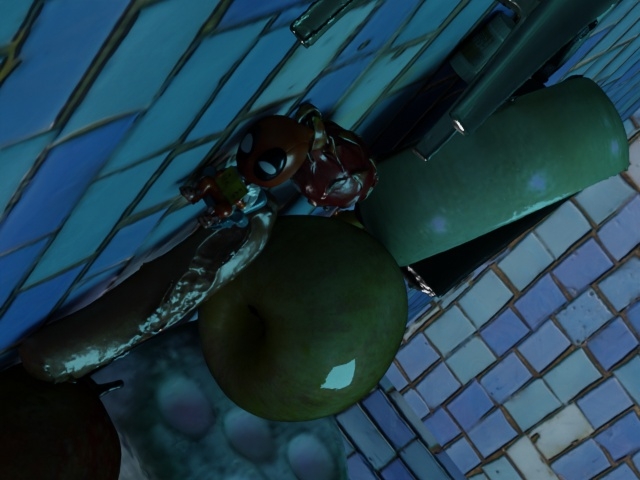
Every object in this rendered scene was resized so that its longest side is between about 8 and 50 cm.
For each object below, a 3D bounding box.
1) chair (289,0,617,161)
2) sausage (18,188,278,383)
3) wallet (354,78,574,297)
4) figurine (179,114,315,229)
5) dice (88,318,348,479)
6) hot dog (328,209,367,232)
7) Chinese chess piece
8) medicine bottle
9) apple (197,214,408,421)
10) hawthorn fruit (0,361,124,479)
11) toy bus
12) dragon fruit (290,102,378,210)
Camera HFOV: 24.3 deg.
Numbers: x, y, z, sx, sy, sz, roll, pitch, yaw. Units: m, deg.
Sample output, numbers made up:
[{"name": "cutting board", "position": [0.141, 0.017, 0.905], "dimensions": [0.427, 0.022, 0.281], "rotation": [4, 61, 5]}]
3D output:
[{"name": "chair", "position": [0.121, -0.207, 1.045], "dimensions": [0.275, 0.203, 0.190], "rotation": [-42, 171, -8]}, {"name": "sausage", "position": [-0.175, 0.054, 1.603], "dimensions": [0.327, 0.079, 0.087], "rotation": [-35, 144, -16]}, {"name": "wallet", "position": [0.230, -0.082, 2.108], "dimensions": [0.377, 0.197, 0.051], "rotation": [-36, 163, -23]}, {"name": "figurine", "position": [-0.065, -0.068, 1.458], "dimensions": [0.140, 0.068, 0.075], "rotation": [-37, 168, 6]}, {"name": "dice", "position": [-0.185, 0.311, 1.934], "dimensions": [0.328, 0.330, 0.348], "rotation": [-37, 174, 37]}, {"name": "hot dog", "position": [0.000, 0.000, 2.064], "dimensions": [0.188, 0.055, 0.072], "rotation": [-30, 170, -43]}, {"name": "Chinese chess piece", "position": [0.215, -0.091, 1.886], "dimensions": [0.349, 0.146, 0.349], "rotation": [-23, 180, 0]}, {"name": "medicine bottle", "position": [0.196, -0.226, 1.752], "dimensions": [0.083, 0.047, 0.047], "rotation": [-43, 170, 23]}, {"name": "apple", "position": [-0.017, 0.092, 1.805], "dimensions": [0.257, 0.256, 0.234], "rotation": [-44, 157, 31]}, {"name": "hawthorn fruit", "position": [-0.302, 0.232, 1.609], "dimensions": [0.248, 0.208, 0.208], "rotation": [-51, 180, -38]}, {"name": "toy bus", "position": [0.294, -0.269, 1.805], "dimensions": [0.089, 0.087, 0.194], "rotation": [-39, 172, -21]}, {"name": "dragon fruit", "position": [-0.002, -0.093, 1.588], "dimensions": [0.094, 0.094, 0.190], "rotation": [-39, 149, 6]}]
